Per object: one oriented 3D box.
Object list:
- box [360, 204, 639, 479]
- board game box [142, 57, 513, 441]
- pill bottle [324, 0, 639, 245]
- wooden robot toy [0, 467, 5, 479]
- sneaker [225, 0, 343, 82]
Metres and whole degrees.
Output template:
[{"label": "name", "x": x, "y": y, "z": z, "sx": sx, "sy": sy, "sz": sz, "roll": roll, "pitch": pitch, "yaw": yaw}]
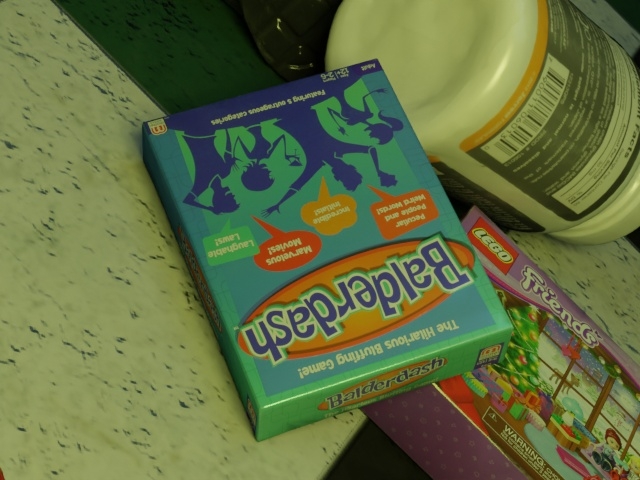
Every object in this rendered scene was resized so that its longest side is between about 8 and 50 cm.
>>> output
[{"label": "box", "x": 0.159, "y": 0.129, "z": 1.116, "sx": 0.293, "sy": 0.057, "sz": 0.201, "roll": 44, "pitch": 33, "yaw": -1}, {"label": "board game box", "x": 0.000, "y": 0.000, "z": 1.020, "sx": 0.160, "sy": 0.047, "sz": 0.210, "roll": -17, "pitch": 62, "yaw": -14}, {"label": "pill bottle", "x": 0.140, "y": -0.097, "z": 1.211, "sx": 0.278, "sy": 0.162, "sz": 0.162, "roll": 27, "pitch": 35, "yaw": -51}, {"label": "wooden robot toy", "x": -0.160, "y": 0.120, "z": 0.776, "sx": 0.173, "sy": 0.076, "sz": 0.079, "roll": 50, "pitch": 23, "yaw": 7}, {"label": "sneaker", "x": -0.042, "y": -0.210, "z": 1.227, "sx": 0.267, "sy": 0.101, "sz": 0.106, "roll": 41, "pitch": 20, "yaw": -20}]
